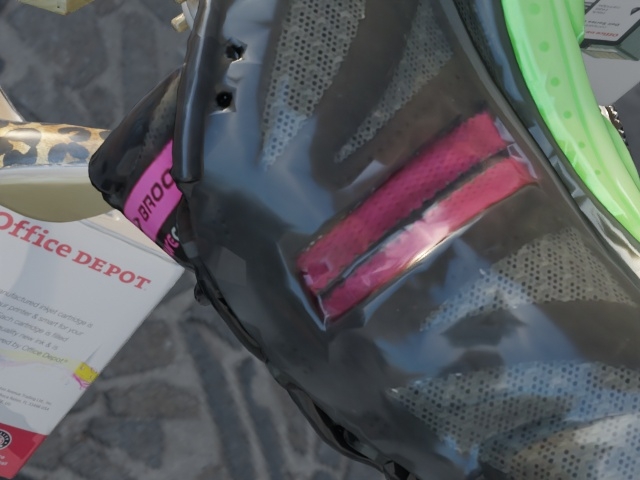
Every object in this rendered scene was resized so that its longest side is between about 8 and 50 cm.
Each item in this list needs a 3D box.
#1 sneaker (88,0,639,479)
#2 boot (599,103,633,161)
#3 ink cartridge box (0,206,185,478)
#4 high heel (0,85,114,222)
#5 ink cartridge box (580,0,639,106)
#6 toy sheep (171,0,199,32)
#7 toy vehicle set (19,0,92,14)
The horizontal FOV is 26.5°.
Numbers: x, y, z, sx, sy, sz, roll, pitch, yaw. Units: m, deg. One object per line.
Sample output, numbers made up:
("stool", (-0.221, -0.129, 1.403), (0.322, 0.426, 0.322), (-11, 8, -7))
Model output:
("sneaker", (0.022, 0.004, 0.511), (0.202, 0.185, 0.482), (-11, 68, -15))
("boot", (0.157, 0.005, 1.106), (0.118, 0.223, 0.338), (63, 15, -45))
("ink cartridge box", (-0.312, 0.061, 1.290), (0.226, 0.306, 0.131), (27, 20, -38))
("high heel", (-0.209, -0.107, 0.944), (0.093, 0.261, 0.186), (49, 42, -60))
("ink cartridge box", (0.197, -0.242, 0.867), (0.122, 0.289, 0.211), (6, 69, -18))
("toy sheep", (-0.044, -0.147, 0.815), (0.091, 0.132, 0.091), (1, 86, -8))
("toy vehicle set", (-0.206, -0.266, 1.137), (0.166, 0.035, 0.267), (19, 34, 18))
